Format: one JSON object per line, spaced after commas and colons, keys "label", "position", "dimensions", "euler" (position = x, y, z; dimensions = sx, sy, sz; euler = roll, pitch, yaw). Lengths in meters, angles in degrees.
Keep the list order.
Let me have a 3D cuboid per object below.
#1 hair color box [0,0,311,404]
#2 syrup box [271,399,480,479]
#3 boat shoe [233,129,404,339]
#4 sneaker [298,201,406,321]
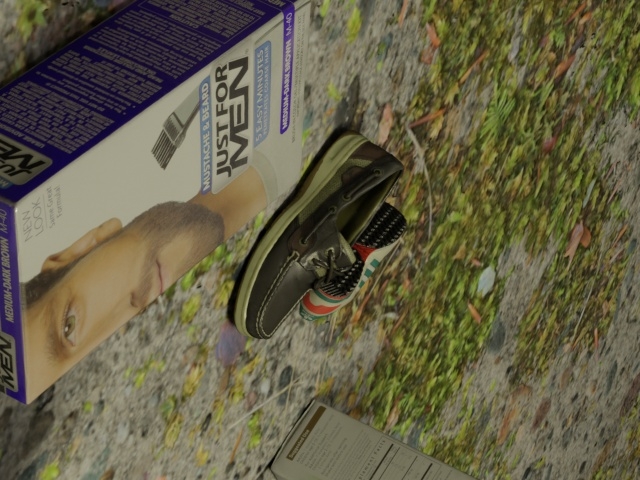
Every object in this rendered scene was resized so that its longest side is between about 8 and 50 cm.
{"label": "hair color box", "position": [-0.144, -0.055, 1.394], "dimensions": [0.339, 0.110, 0.185], "euler": [-40, 146, -40]}
{"label": "syrup box", "position": [0.075, 0.265, 1.951], "dimensions": [0.096, 0.237, 0.093], "euler": [-57, 153, -20]}
{"label": "boat shoe", "position": [0.001, 0.000, 1.761], "dimensions": [0.223, 0.073, 0.080], "euler": [-58, 154, -16]}
{"label": "sneaker", "position": [0.025, 0.021, 1.869], "dimensions": [0.161, 0.057, 0.075], "euler": [-51, 179, -46]}
